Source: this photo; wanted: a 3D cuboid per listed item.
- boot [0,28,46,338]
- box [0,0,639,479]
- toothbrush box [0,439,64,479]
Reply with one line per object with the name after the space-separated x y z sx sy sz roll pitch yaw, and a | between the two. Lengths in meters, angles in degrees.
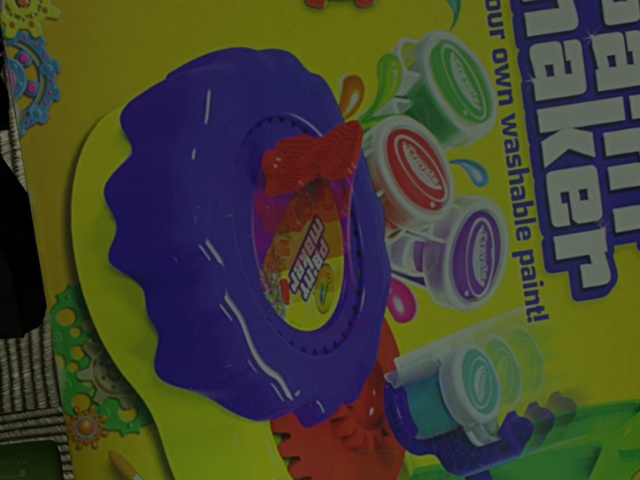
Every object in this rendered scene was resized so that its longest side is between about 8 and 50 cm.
-0.202 0.040 0.705 0.094 0.207 0.246 -128 -146 -73 | boot
0.000 0.000 0.616 0.279 0.177 0.290 -151 -128 -81 | box
-0.146 0.131 0.402 0.283 0.206 0.122 -151 -125 -80 | toothbrush box
